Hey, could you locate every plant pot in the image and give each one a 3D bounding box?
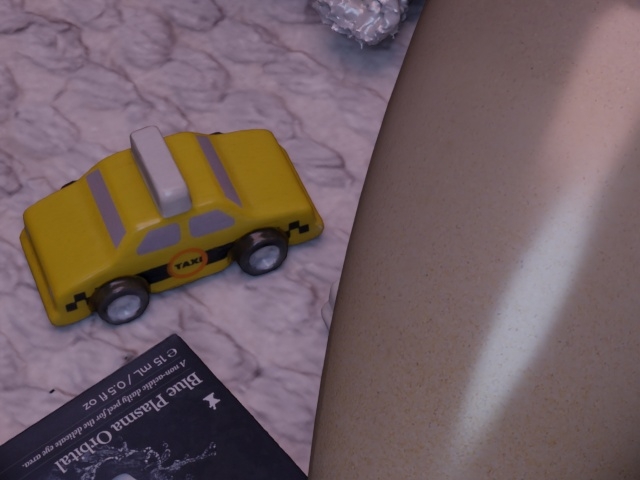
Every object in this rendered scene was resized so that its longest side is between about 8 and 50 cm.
[{"bbox_3d":[0.109,0.038,0.959,0.256,0.256,0.274,23,73,20],"label":"plant pot"}]

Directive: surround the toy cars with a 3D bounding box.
[{"bbox_3d":[0.000,0.000,1.147,0.394,0.087,0.176,14,55,14],"label":"toy cars"}]

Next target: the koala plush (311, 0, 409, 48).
[{"bbox_3d":[0.009,-0.246,1.307,0.221,0.203,0.196,38,49,5],"label":"koala plush"}]

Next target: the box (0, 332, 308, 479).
[{"bbox_3d":[-0.092,0.162,1.025,0.156,0.093,0.158,-33,58,-20],"label":"box"}]
